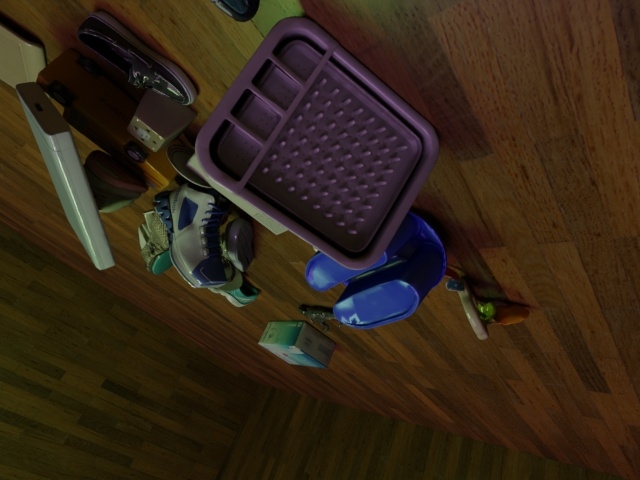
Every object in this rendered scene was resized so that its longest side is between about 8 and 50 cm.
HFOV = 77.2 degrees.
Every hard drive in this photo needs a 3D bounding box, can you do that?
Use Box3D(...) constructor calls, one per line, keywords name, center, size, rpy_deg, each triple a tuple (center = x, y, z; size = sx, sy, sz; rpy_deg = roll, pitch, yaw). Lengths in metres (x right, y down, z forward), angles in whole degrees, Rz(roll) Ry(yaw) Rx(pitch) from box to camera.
Box3D(name="hard drive", center=(-0.554, -0.129, 0.884), size=(0.233, 0.047, 0.353), rpy_deg=(42, 142, 30))

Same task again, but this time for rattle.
Box3D(name="rattle", center=(0.398, 0.133, 0.972), size=(0.143, 0.130, 0.199), rpy_deg=(-17, 104, 36))

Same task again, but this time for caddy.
Box3D(name="caddy", center=(0.128, 0.059, 0.946), size=(0.241, 0.179, 0.341), rpy_deg=(51, 139, -6))

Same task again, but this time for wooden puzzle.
Box3D(name="wooden puzzle", center=(-0.760, -0.454, 0.935), size=(0.239, 0.044, 0.221), rpy_deg=(30, 150, -17))

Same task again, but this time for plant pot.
Box3D(name="plant pot", center=(-0.356, -0.261, 0.876), size=(0.109, 0.096, 0.109), rpy_deg=(39, 148, -24))

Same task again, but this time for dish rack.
Box3D(name="dish rack", center=(0.005, -0.142, 0.640), size=(0.333, 0.285, 0.072), rpy_deg=(34, 170, -16))

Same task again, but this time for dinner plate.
Box3D(name="dinner plate", center=(-0.301, -0.173, 0.946), size=(0.141, 0.141, 0.017), rpy_deg=(38, 116, -22))

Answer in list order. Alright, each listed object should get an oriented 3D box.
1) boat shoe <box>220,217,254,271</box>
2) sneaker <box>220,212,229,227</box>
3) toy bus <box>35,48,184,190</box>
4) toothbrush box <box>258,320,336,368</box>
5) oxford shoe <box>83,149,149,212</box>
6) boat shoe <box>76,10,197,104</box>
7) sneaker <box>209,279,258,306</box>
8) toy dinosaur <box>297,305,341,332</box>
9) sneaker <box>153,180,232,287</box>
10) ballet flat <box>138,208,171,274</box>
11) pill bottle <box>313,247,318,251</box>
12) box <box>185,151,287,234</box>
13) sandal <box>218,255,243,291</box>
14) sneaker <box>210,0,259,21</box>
Box3D(name="boat shoe", center=(-0.272, 0.016, 1.253), size=(0.094, 0.109, 0.302), rpy_deg=(25, 154, 5))
Box3D(name="sneaker", center=(-0.360, -0.091, 1.185), size=(0.175, 0.067, 0.064), rpy_deg=(22, 152, 9))
Box3D(name="toy bus", center=(-0.475, -0.269, 0.943), size=(0.333, 0.108, 0.130), rpy_deg=(41, 150, -27))
Box3D(name="toothbrush box", center=(-0.112, 0.479, 1.859), size=(0.216, 0.126, 0.295), rpy_deg=(42, 148, -27))
Box3D(name="oxford shoe", center=(-0.546, -0.129, 1.042), size=(0.140, 0.146, 0.397), rpy_deg=(43, 172, -12))
Box3D(name="boat shoe", center=(-0.353, -0.335, 0.774), size=(0.228, 0.076, 0.080), rpy_deg=(39, 148, -23))
Box3D(name="sneaker", center=(-0.361, 0.160, 1.590), size=(0.110, 0.107, 0.275), rpy_deg=(-26, 130, 31))
Box3D(name="toy dinosaur", center=(0.022, 0.294, 1.527), size=(0.268, 0.064, 0.118), rpy_deg=(-10, 129, 41))
Box3D(name="sneaker", center=(-0.315, -0.040, 1.076), size=(0.182, 0.315, 0.127), rpy_deg=(-31, 167, 18))
Box3D(name="ballet flat", center=(-0.539, -0.019, 1.370), size=(0.182, 0.164, 0.483), rpy_deg=(53, 147, -6))
Box3D(name="pill bottle", center=(0.000, 0.000, 1.080), size=(0.043, 0.043, 0.083), rpy_deg=(23, 151, 4))
Box3D(name="box", center=(-0.162, -0.135, 0.935), size=(0.275, 0.094, 0.113), rpy_deg=(40, 148, -23))
Box3D(name="sandal", center=(-0.362, 0.100, 1.423), size=(0.086, 0.120, 0.303), rpy_deg=(50, 168, 38))
Box3D(name="sneaker", center=(-0.177, -0.404, 0.555), size=(0.223, 0.083, 0.098), rpy_deg=(46, 168, -29))
